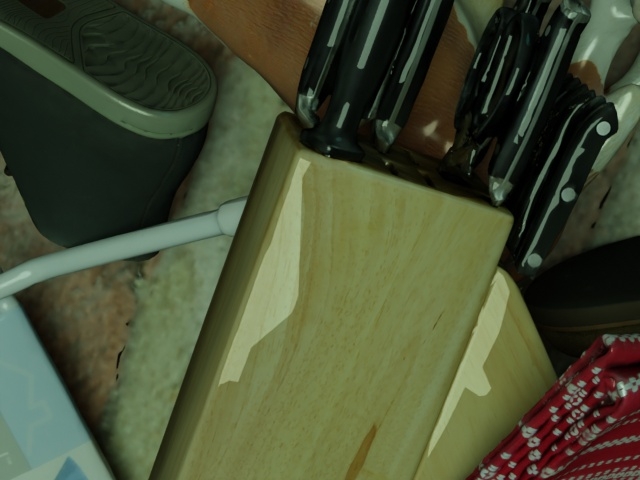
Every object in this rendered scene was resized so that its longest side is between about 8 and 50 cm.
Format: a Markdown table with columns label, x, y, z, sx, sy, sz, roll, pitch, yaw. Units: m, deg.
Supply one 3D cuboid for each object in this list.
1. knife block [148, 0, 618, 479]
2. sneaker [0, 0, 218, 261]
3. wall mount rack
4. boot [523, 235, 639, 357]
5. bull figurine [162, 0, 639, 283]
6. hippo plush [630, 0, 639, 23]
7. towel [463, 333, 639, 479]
| label | x | y | z | sx | sy | sz | roll | pitch | yaw |
| --- | --- | --- | --- | --- | --- | --- | --- | --- | --- |
| knife block | 0.000 | 0.000 | 0.717 | 0.276 | 0.088 | 0.242 | -26 | 106 | 2 |
| sneaker | -0.158 | -0.082 | 0.848 | 0.222 | 0.083 | 0.118 | 38 | 133 | 17 |
| wall mount rack | -0.118 | 0.121 | 0.842 | 0.304 | 0.130 | 0.350 | -26 | 107 | -2 |
| boot | 0.251 | 0.045 | 0.791 | 0.305 | 0.112 | 0.115 | -4 | 111 | 9 |
| bull figurine | 0.024 | -0.122 | 0.790 | 0.188 | 0.101 | 0.310 | -38 | 101 | 12 |
| hippo plush | 0.233 | -0.181 | 0.676 | 0.294 | 0.234 | 0.236 | 8 | 116 | 42 |
| towel | 0.123 | 0.130 | 0.754 | 0.275 | 0.199 | 0.031 | -55 | 49 | 38 |
